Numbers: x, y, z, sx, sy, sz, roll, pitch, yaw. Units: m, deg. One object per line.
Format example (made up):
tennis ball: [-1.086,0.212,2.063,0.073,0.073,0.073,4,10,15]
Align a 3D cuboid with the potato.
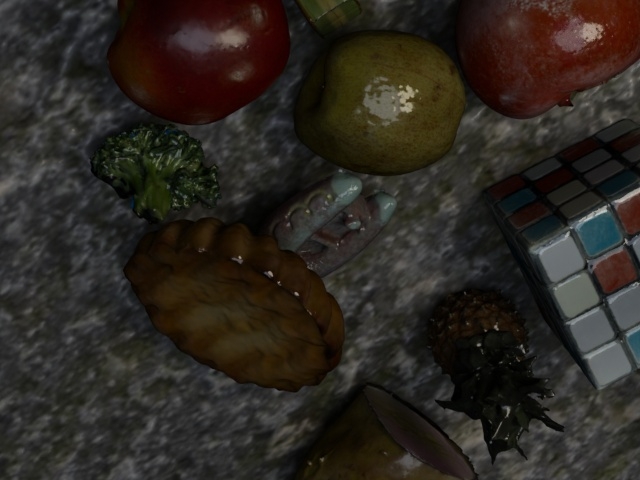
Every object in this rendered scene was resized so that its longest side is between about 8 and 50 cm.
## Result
potato: [0.068,0.375,1.903,0.229,0.229,0.266,33,107,-17]

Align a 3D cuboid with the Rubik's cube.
Rubik's cube: [0.416,0.011,1.785,0.253,0.256,0.259,-30,110,4]

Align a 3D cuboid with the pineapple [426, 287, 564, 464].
pineapple: [0.236,0.187,1.769,0.166,0.364,0.165,0,109,-1]

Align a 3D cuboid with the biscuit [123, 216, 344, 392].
biscuit: [-0.111,0.083,1.750,0.326,0.326,0.107,44,54,-19]

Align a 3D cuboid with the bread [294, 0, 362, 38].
bread: [-0.013,-0.359,1.725,0.074,0.084,0.139,-35,79,6]

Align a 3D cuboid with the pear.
pear: [0.085,-0.182,1.698,0.211,0.228,0.188,16,70,-18]

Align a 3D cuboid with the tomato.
tomato: [0.302,-0.290,1.663,0.270,0.270,0.227,-30,90,3]

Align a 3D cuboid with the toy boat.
toy boat: [0.000,0.000,1.773,0.227,0.085,0.155,-36,146,25]

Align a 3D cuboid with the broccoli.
broccoli: [-0.226,-0.083,1.720,0.155,0.160,0.167,-25,125,31]

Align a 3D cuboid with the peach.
peach: [-0.155,-0.258,1.644,0.244,0.199,0.243,-5,120,-9]
